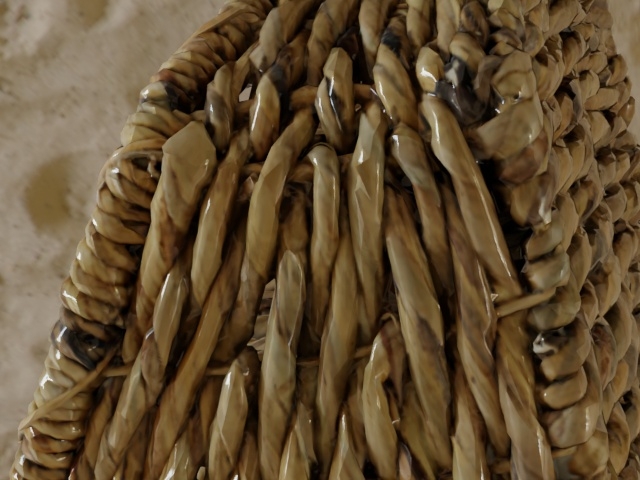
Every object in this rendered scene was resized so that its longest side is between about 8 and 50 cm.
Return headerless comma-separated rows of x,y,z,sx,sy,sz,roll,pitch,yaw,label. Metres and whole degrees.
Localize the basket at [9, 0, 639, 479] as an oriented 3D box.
0.000,0.000,0.586,0.223,0.299,0.213,-10,101,18,basket
